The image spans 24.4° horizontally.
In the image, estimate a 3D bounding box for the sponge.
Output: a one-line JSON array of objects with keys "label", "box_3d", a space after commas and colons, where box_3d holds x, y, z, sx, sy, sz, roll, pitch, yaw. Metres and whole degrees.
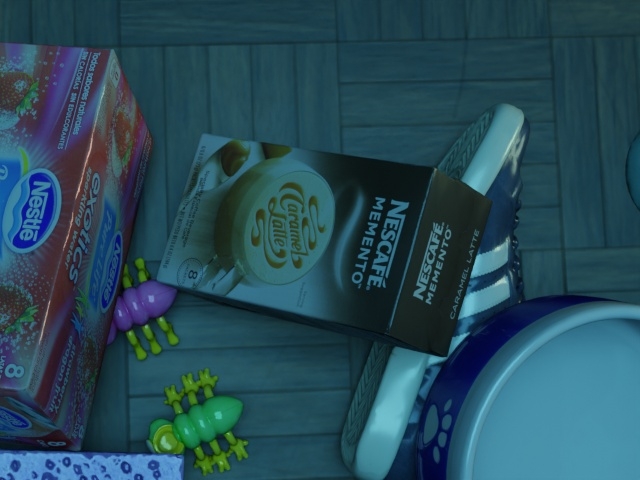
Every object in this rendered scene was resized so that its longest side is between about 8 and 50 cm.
[{"label": "sponge", "box_3d": [-0.219, 0.230, 1.212, 0.210, 0.031, 0.117, 3, 84, -5]}]

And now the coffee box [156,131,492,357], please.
[{"label": "coffee box", "box_3d": [0.000, 0.000, 1.231, 0.246, 0.098, 0.141, 10, 80, 36]}]

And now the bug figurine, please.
[{"label": "bug figurine", "box_3d": [-0.192, 0.138, 1.278, 0.216, 0.072, 0.279, -28, 85, -7]}]

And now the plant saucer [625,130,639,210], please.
[{"label": "plant saucer", "box_3d": [0.343, -0.064, 1.364, 0.119, 0.021, 0.119, 1, 82, -4]}]

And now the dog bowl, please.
[{"label": "dog bowl", "box_3d": [0.215, 0.177, 1.200, 0.265, 0.104, 0.265, -2, 95, -19]}]

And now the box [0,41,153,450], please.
[{"label": "box", "box_3d": [-0.246, 0.003, 1.202, 0.142, 0.154, 0.300, 5, 64, 11]}]

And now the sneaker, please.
[{"label": "sneaker", "box_3d": [0.141, 0.059, 1.292, 0.148, 0.131, 0.350, 21, 87, -8]}]
